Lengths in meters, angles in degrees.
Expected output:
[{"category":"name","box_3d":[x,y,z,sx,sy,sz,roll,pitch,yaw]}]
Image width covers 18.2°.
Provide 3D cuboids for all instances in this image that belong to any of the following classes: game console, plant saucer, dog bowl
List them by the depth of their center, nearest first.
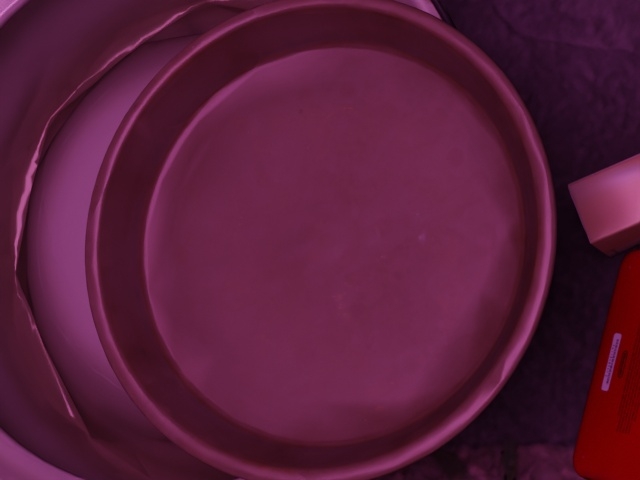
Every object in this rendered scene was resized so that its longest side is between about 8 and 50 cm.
[{"category":"plant saucer","box_3d":[0.000,0.000,1.113,0.278,0.041,0.277,-4,79,20]},{"category":"game console","box_3d":[0.233,0.087,1.184,0.124,0.085,0.144,9,82,53]},{"category":"dog bowl","box_3d":[-0.072,-0.010,1.243,0.408,0.150,0.408,-4,79,20]}]

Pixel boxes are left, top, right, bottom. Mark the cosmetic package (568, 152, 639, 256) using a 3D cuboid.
[{"category":"cosmetic package","box_3d":[0.212,-0.033,1.188,0.115,0.060,0.041,-24,74,17]}]
